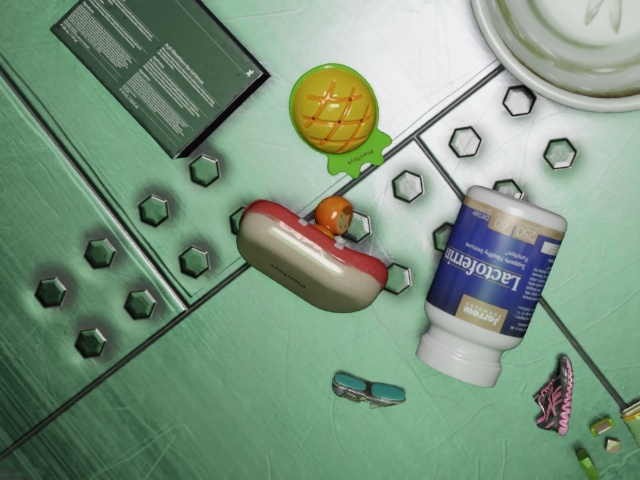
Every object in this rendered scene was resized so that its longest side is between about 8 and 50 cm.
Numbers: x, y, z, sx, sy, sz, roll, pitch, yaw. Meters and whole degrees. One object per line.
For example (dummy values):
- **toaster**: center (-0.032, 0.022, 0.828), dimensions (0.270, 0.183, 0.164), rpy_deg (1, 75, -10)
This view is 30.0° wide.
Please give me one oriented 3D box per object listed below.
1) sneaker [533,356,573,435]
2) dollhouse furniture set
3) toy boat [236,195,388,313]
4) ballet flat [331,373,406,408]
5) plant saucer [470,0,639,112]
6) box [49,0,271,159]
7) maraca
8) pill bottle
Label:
- **sneaker**: center (0.347, 0.230, 1.774), dimensions (0.057, 0.047, 0.119), rpy_deg (7, 95, 15)
- **dollhouse furniture set**: center (0.451, 0.295, 1.761), dimensions (0.152, 0.058, 0.076), rpy_deg (-30, 93, 7)
- **toy boat**: center (0.000, 0.000, 1.744), dimensions (0.231, 0.151, 0.151), rpy_deg (33, 68, 1)
- **ballet flat**: center (0.071, 0.232, 1.800), dimensions (0.114, 0.041, 0.041), rpy_deg (15, 96, 3)
- **plant saucer**: center (0.405, -0.379, 1.682), dimensions (0.401, 0.100, 0.400), rpy_deg (0, 95, 4)
- **box**: center (-0.230, -0.274, 1.739), dimensions (0.184, 0.103, 0.261), rpy_deg (-43, 90, 10)
- **maraca**: center (0.029, -0.173, 1.735), dimensions (0.127, 0.099, 0.185), rpy_deg (-27, 119, 8)
- **pill bottle**: center (0.239, 0.066, 1.710), dimensions (0.153, 0.153, 0.264), rpy_deg (20, 97, 2)
